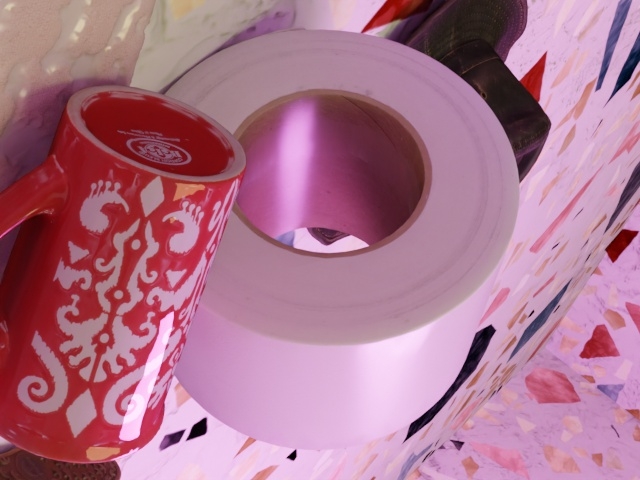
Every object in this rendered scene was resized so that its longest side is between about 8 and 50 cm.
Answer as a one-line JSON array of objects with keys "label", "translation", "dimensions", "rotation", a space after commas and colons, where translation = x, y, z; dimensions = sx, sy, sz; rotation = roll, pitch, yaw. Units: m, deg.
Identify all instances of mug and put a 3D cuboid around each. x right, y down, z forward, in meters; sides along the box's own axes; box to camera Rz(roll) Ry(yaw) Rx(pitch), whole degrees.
[{"label": "mug", "translation": [-0.116, 0.020, 0.519], "dimensions": [0.150, 0.113, 0.169], "rotation": [-32, 151, -59]}]

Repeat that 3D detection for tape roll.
[{"label": "tape roll", "translation": [0.000, 0.000, 0.708], "dimensions": [0.246, 0.246, 0.169], "rotation": [-42, 159, -24]}]

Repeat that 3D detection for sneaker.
[{"label": "sneaker", "translation": [-0.245, 0.212, 0.823], "dimensions": [0.086, 0.064, 0.192], "rotation": [-48, 162, 14]}]

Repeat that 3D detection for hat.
[{"label": "hat", "translation": [0.135, -0.097, 1.006], "dimensions": [0.331, 0.134, 0.331], "rotation": [-43, 158, -22]}]

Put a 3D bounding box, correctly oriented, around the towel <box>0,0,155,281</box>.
[{"label": "towel", "translation": [-0.196, -0.035, 0.459], "dimensions": [0.317, 0.053, 0.332], "rotation": [-35, 156, -54]}]
